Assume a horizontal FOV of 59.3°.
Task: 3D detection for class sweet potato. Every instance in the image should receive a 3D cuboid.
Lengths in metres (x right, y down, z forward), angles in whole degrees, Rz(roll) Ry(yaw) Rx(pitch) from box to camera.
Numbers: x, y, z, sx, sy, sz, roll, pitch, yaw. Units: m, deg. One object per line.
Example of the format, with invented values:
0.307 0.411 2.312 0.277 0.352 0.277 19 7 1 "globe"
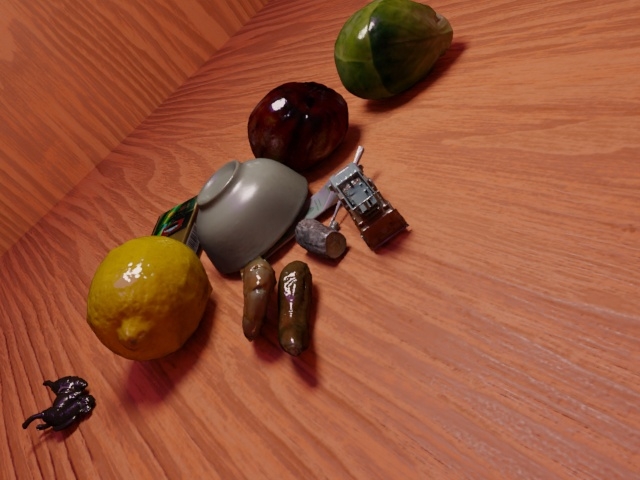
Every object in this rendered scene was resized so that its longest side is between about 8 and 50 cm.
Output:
-0.044 0.121 0.939 0.062 0.081 0.233 -5 35 3 "sweet potato"

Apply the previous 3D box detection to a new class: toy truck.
0.072 -0.078 1.015 0.080 0.115 0.178 -36 40 5 "toy truck"

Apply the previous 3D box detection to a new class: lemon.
-0.338 0.112 1.115 0.233 0.234 0.288 -29 29 17 "lemon"

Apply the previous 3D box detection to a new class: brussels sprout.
0.168 -0.457 1.326 0.271 0.220 0.210 -20 21 -7 "brussels sprout"

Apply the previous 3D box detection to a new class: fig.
-0.060 -0.266 1.326 0.263 0.224 0.224 -22 35 29 "fig"

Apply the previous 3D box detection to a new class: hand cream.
-0.032 -0.056 1.192 0.275 0.050 0.079 -39 4 10 "hand cream"

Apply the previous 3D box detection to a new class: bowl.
-0.178 -0.083 1.238 0.289 0.146 0.289 -34 28 21 "bowl"

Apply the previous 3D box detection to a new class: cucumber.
-0.001 -0.001 1.062 0.064 0.064 0.112 -46 35 -11 "cucumber"

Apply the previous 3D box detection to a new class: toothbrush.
0.051 -0.100 1.122 0.017 0.014 0.195 14 76 20 "toothbrush"

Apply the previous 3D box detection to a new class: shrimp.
-0.119 0.093 1.039 0.061 0.146 0.267 4 15 -12 "shrimp"

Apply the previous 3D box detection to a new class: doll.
-0.545 0.348 1.202 0.165 0.057 0.139 -17 35 18 "doll"

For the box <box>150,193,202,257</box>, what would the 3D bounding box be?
-0.369 -0.003 1.444 0.159 0.071 0.240 -27 34 24 "box"
